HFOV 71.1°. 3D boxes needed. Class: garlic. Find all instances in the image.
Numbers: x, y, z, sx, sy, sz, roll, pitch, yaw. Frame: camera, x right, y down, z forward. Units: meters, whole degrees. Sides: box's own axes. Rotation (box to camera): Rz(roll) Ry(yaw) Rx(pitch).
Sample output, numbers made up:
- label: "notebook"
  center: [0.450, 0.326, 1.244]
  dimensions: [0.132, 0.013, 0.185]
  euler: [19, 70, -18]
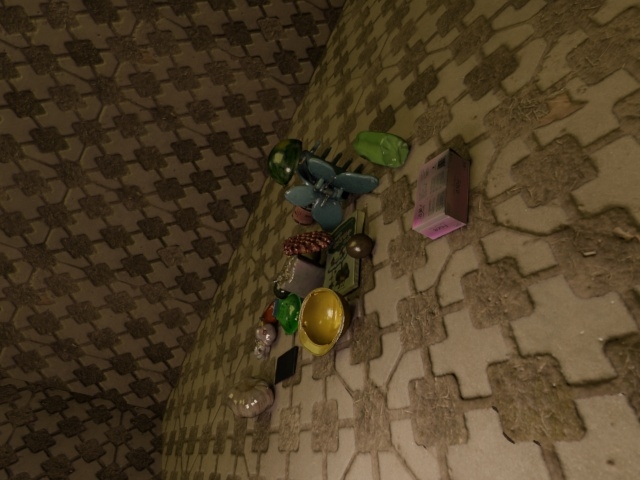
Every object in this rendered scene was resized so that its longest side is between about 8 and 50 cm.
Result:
- label: "garlic"
  center: [-0.307, 0.745, 2.035]
  dimensions: [0.218, 0.219, 0.211]
  euler: [-134, 31, -66]

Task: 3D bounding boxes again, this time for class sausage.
- label: "sausage"
  center: [-0.251, 0.384, 2.327]
  dimensions: [0.179, 0.089, 0.089]
  euler: [-59, 23, 16]

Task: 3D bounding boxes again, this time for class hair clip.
- label: "hair clip"
  center: [0.033, -0.277, 2.035]
  dimensions: [0.392, 0.319, 0.238]
  euler: [-49, 25, 41]

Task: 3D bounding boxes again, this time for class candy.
- label: "candy"
  center: [0.243, -0.391, 1.891]
  dimensions: [0.343, 0.142, 0.131]
  euler: [-136, 58, -68]
- label: "candy"
  center: [-0.087, 0.166, 2.040]
  dimensions: [0.184, 0.195, 0.137]
  euler: [-59, 28, 8]

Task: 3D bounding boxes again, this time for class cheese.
- label: "cheese"
  center: [-0.157, 0.339, 2.136]
  dimensions: [0.321, 0.083, 0.203]
  euler: [0, 79, 62]

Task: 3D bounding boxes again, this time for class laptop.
- label: "laptop"
  center: [-0.156, 0.568, 2.029]
  dimensions: [0.197, 0.016, 0.135]
  euler: [-43, 33, 48]

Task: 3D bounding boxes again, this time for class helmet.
- label: "helmet"
  center: [0.036, 0.297, 1.690]
  dimensions: [0.205, 0.140, 0.256]
  euler: [27, 105, 36]

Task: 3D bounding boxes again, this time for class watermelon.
- label: "watermelon"
  center: [-0.169, -0.352, 1.995]
  dimensions: [0.204, 0.127, 0.231]
  euler: [12, 82, 67]
- label: "watermelon"
  center: [-0.188, 0.248, 2.275]
  dimensions: [0.133, 0.105, 0.105]
  euler: [113, 177, -82]

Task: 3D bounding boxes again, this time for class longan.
- label: "longan"
  center: [0.147, 0.020, 1.751]
  dimensions: [0.119, 0.106, 0.106]
  euler: [23, 90, 52]

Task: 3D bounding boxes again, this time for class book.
- label: "book"
  center: [0.091, 0.076, 1.906]
  dimensions: [0.260, 0.043, 0.370]
  euler: [-42, 32, 48]

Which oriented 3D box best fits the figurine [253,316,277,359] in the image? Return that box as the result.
- label: "figurine"
  center: [-0.283, 0.497, 2.268]
  dimensions: [0.137, 0.112, 0.228]
  euler: [-109, 34, -64]

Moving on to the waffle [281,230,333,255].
- label: "waffle"
  center: [-0.059, 0.007, 2.025]
  dimensions: [0.221, 0.235, 0.055]
  euler: [-81, -18, -70]

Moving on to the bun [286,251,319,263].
- label: "bun"
  center: [-0.103, 0.082, 2.230]
  dimensions: [0.222, 0.128, 0.222]
  euler: [-52, 23, 34]

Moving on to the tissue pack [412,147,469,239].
- label: "tissue pack"
  center: [0.376, -0.144, 1.402]
  dimensions: [0.149, 0.093, 0.246]
  euler: [-31, 41, 53]

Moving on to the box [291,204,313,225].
- label: "box"
  center: [-0.077, -0.165, 2.395]
  dimensions: [0.151, 0.151, 0.135]
  euler: [-97, 29, -51]
